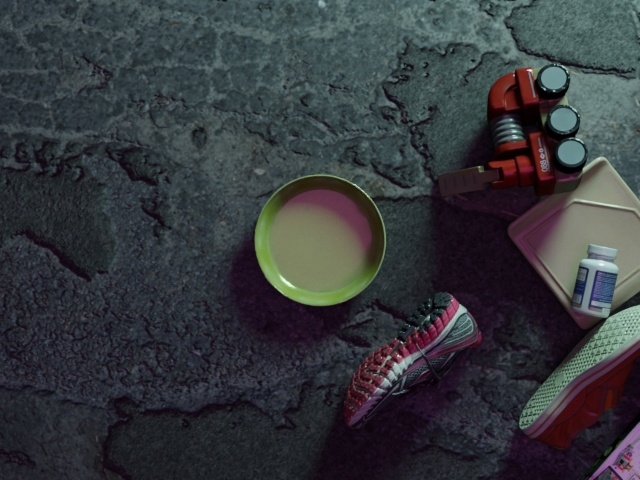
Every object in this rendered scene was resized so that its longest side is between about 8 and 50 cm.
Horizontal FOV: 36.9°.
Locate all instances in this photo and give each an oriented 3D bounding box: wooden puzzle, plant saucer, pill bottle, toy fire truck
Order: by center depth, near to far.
[{"bbox_3d":[0.479,0.070,1.664,0.067,0.067,0.120,12,93,5],"label":"pill bottle"},{"bbox_3d":[0.324,-0.172,1.688,0.246,0.158,0.217,-10,72,6],"label":"toy fire truck"},{"bbox_3d":[0.487,0.005,1.718,0.221,0.044,0.238,-38,91,3],"label":"wooden puzzle"},{"bbox_3d":[0.000,0.000,1.761,0.241,0.037,0.240,0,90,5],"label":"plant saucer"}]

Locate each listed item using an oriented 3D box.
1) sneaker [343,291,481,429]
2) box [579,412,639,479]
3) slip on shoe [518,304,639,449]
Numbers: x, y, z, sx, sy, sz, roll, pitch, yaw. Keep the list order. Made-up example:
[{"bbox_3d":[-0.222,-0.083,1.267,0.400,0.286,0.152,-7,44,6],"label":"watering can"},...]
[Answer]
[{"bbox_3d":[0.159,0.233,1.707,0.299,0.121,0.112,-44,107,8],"label":"sneaker"},{"bbox_3d":[0.571,0.395,1.705,0.114,0.036,0.207,41,93,4],"label":"box"},{"bbox_3d":[0.481,0.237,1.650,0.101,0.123,0.331,33,115,-7],"label":"slip on shoe"}]
